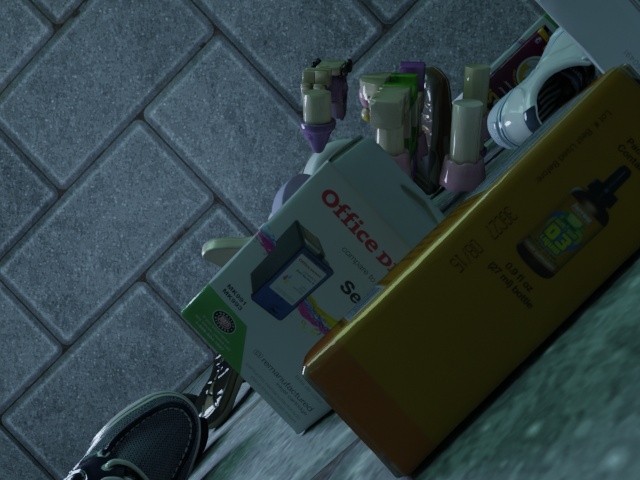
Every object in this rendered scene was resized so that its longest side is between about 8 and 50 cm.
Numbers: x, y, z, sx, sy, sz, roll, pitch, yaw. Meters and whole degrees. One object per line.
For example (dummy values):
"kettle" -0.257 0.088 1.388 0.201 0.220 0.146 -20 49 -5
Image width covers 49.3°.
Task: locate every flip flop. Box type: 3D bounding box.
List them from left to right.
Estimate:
"flip flop" -0.128 0.216 1.202 0.112 0.080 0.277 -37 20 36

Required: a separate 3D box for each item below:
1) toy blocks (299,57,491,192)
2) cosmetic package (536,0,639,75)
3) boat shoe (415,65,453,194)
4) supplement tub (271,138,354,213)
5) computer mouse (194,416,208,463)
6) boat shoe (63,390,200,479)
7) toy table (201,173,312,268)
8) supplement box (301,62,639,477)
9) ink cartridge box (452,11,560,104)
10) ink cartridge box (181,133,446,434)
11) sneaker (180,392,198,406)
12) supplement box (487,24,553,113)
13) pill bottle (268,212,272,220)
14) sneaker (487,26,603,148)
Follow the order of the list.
"toy blocks" 0.113 -0.132 1.120 0.289 0.308 0.260 -60 -28 -59
"cosmetic package" 0.396 -0.338 0.744 0.230 0.161 0.453 -43 1 39
"boat shoe" 0.227 -0.220 1.345 0.116 0.123 0.324 -28 -28 -8
"supplement tub" 0.026 -0.056 1.535 0.235 0.235 0.325 -44 1 -29
"computer mouse" -0.205 0.322 0.919 0.071 0.041 0.242 -53 2 34
"boat shoe" -0.210 0.283 0.713 0.158 0.127 0.341 -33 17 47
"toy table" -0.046 0.033 1.130 0.161 0.252 0.274 -40 23 31
"supplement box" 0.097 0.015 0.384 0.233 0.078 0.080 -43 -2 -1
"ink cartridge box" 0.430 -0.362 1.533 0.278 0.117 0.201 -45 1 -23
"ink cartridge box" 0.008 0.040 0.592 0.212 0.154 0.093 -43 1 29
"sneaker" -0.313 0.369 1.256 0.286 0.109 0.130 -41 -5 10
"supplement box" 0.362 -0.280 1.253 0.188 0.104 0.081 -44 2 29
"pill bottle" 0.000 0.000 1.293 0.112 0.187 0.112 -38 -7 -5
"sneaker" 0.323 -0.208 0.882 0.258 0.094 0.091 -48 21 -17
